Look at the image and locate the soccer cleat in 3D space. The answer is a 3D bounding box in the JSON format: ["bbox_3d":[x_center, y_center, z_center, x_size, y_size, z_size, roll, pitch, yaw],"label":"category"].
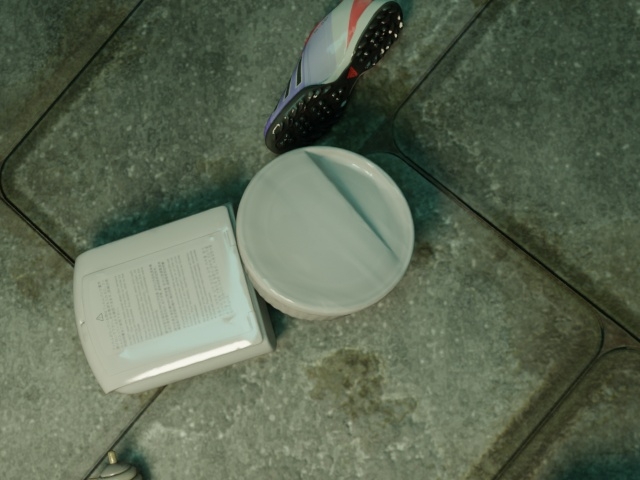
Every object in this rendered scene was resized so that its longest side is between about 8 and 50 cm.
[{"bbox_3d":[0.002,-0.283,1.499,0.116,0.108,0.318,38,90,35],"label":"soccer cleat"}]

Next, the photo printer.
[{"bbox_3d":[-0.248,0.102,1.461,0.307,0.107,0.256,-19,77,7],"label":"photo printer"}]

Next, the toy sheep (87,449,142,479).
[{"bbox_3d":[-0.321,0.399,1.434,0.091,0.091,0.132,-15,96,7],"label":"toy sheep"}]

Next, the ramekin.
[{"bbox_3d":[0.000,0.000,1.387,0.272,0.127,0.273,4,68,-10],"label":"ramekin"}]
